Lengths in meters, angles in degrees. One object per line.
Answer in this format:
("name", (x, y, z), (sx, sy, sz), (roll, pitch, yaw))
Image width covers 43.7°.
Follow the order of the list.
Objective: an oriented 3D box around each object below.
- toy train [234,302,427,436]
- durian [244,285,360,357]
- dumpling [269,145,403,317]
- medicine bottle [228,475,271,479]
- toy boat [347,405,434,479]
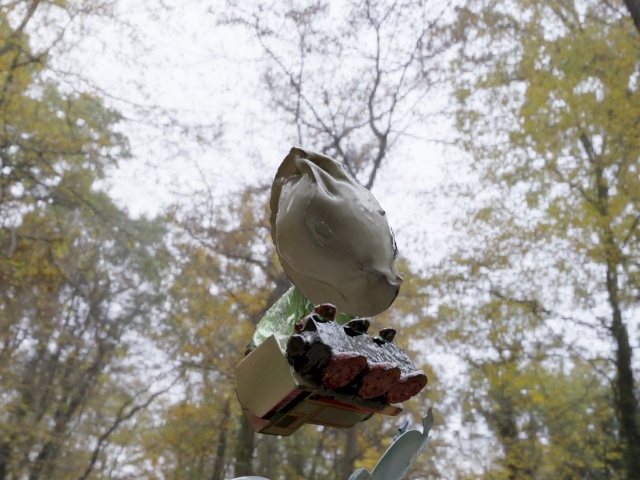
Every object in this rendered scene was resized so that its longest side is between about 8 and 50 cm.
("toy train", (0.011, 0.093, 0.531), (0.087, 0.050, 0.138), (-43, -37, 18))
("durian", (0.005, 0.155, 1.232), (0.163, 0.198, 0.394), (34, -8, -13))
("dumpling", (0.000, 0.000, 1.063), (0.142, 0.247, 0.172), (-25, -8, -46))
("medicine bottle", (0.021, 0.306, 0.651), (0.296, 0.111, 0.161), (23, 8, 34))
("toy boat", (0.050, 0.183, 0.600), (0.034, 0.149, 0.105), (26, -22, 31))
